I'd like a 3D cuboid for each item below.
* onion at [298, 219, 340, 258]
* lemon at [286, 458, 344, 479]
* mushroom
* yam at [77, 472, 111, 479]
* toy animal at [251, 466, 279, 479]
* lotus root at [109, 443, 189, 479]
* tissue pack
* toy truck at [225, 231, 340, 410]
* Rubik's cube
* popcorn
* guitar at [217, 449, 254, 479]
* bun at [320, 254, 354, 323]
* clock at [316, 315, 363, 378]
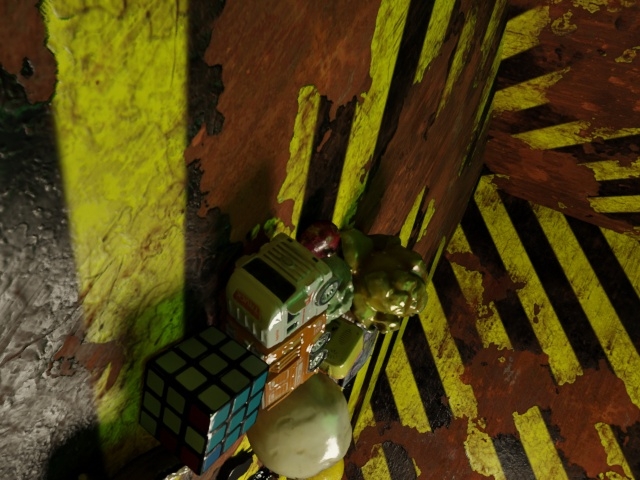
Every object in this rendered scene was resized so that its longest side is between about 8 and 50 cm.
[{"bbox_3d":[0.000,0.000,1.063,0.107,0.097,0.107,-32,152,-19],"label":"onion"},{"bbox_3d":[-0.022,0.920,1.793,0.263,0.235,0.236,-46,159,-83],"label":"lemon"},{"bbox_3d":[-0.064,0.484,1.271,0.336,0.314,0.315,-113,-135,-79],"label":"mushroom"},{"bbox_3d":[-0.378,0.416,0.757,0.021,0.021,0.116,-53,155,-26],"label":"yam"},{"bbox_3d":[-0.201,0.838,1.556,0.108,0.062,0.220,-38,156,1],"label":"toy animal"},{"bbox_3d":[-0.302,0.420,0.821,0.167,0.078,0.329,-36,162,4],"label":"lotus root"},{"bbox_3d":[0.148,0.370,1.736,0.259,0.122,0.362,-35,142,-47],"label":"tissue pack"},{"bbox_3d":[-0.097,0.185,0.942,0.207,0.173,0.388,-35,147,-35],"label":"toy truck"},{"bbox_3d":[-0.211,0.280,0.804,0.160,0.163,0.162,-28,142,-55],"label":"Rubik's cube"},{"bbox_3d":[0.192,0.101,1.362,0.326,0.289,0.321,-83,176,-53],"label":"popcorn"},{"bbox_3d":[-0.213,0.660,1.352,0.271,0.038,0.084,-8,122,-64],"label":"guitar"},{"bbox_3d":[0.012,0.136,1.148,0.204,0.126,0.213,31,75,-56],"label":"bun"},{"bbox_3d":[0.007,0.270,1.213,0.143,0.202,0.096,-49,152,-33],"label":"clock"}]
